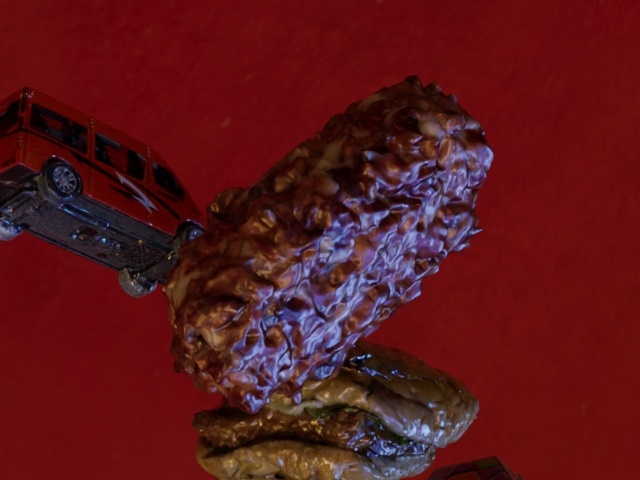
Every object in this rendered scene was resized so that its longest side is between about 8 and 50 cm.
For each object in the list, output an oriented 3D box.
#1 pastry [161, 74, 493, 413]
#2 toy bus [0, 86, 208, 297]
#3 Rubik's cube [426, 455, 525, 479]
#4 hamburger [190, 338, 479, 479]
[{"bbox_3d":[0.001,0.002,0.875,0.097,0.208,0.115,15,139,50],"label":"pastry"},{"bbox_3d":[-0.164,-0.032,1.257,0.195,0.089,0.081,26,141,-34],"label":"toy bus"},{"bbox_3d":[0.103,0.193,1.079,0.111,0.093,0.111,0,137,0],"label":"Rubik's cube"},{"bbox_3d":[0.009,0.125,1.294,0.183,0.206,0.130,-3,92,33],"label":"hamburger"}]
